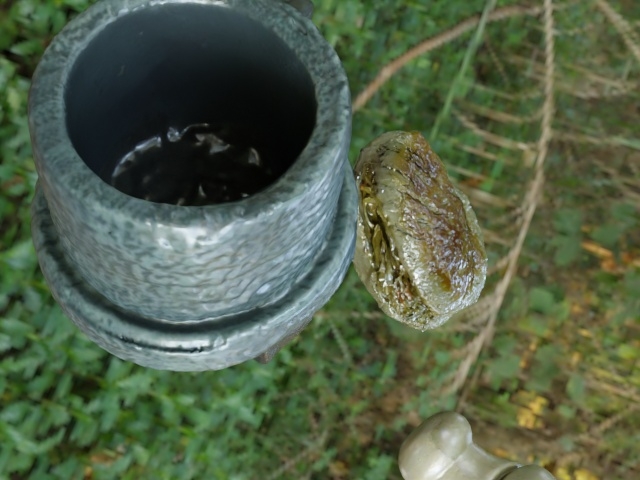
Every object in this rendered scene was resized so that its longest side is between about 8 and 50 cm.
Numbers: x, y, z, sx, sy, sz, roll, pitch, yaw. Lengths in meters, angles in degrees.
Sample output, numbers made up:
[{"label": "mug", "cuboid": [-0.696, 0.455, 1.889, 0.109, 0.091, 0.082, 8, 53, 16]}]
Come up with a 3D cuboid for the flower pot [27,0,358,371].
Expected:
[{"label": "flower pot", "cuboid": [-0.112, -0.053, 1.038, 0.283, 0.299, 0.299, 94, 21, -59]}]

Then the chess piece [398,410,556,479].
[{"label": "chess piece", "cuboid": [0.178, 0.275, 1.039, 0.124, 0.307, 0.139, -39, 174, -47]}]

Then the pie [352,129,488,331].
[{"label": "pie", "cuboid": [0.097, -0.013, 1.199, 0.163, 0.079, 0.193, -41, 108, -47]}]
